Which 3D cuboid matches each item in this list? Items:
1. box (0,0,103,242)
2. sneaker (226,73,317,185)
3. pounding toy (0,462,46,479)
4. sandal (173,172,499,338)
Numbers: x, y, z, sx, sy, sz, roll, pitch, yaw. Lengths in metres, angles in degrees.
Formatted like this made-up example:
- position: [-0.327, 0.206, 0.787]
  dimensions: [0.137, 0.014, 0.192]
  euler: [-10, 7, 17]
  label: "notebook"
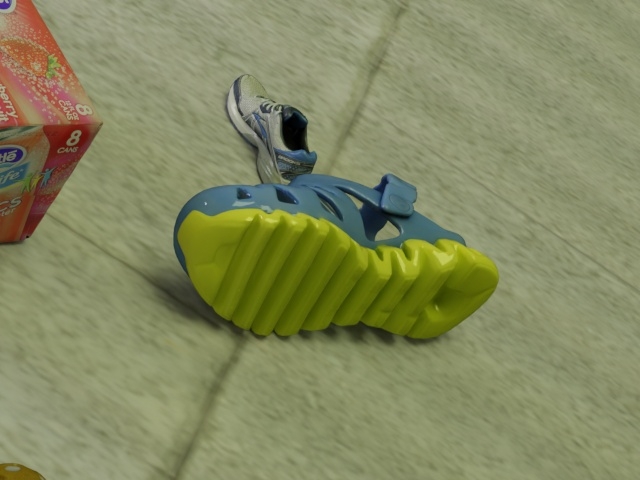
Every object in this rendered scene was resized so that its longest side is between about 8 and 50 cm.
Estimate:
- position: [-0.313, -0.150, 1.449]
  dimensions: [0.154, 0.142, 0.300]
  euler: [-4, 53, -45]
  label: "box"
- position: [-0.037, -0.104, 1.716]
  dimensions: [0.052, 0.058, 0.135]
  euler: [1, 49, -41]
  label: "sneaker"
- position: [-0.197, 0.196, 1.164]
  dimensions: [0.237, 0.110, 0.183]
  euler: [31, 23, -8]
  label: "pounding toy"
- position: [0.000, 0.000, 1.593]
  dimensions: [0.317, 0.126, 0.138]
  euler: [12, 39, -45]
  label: "sandal"
